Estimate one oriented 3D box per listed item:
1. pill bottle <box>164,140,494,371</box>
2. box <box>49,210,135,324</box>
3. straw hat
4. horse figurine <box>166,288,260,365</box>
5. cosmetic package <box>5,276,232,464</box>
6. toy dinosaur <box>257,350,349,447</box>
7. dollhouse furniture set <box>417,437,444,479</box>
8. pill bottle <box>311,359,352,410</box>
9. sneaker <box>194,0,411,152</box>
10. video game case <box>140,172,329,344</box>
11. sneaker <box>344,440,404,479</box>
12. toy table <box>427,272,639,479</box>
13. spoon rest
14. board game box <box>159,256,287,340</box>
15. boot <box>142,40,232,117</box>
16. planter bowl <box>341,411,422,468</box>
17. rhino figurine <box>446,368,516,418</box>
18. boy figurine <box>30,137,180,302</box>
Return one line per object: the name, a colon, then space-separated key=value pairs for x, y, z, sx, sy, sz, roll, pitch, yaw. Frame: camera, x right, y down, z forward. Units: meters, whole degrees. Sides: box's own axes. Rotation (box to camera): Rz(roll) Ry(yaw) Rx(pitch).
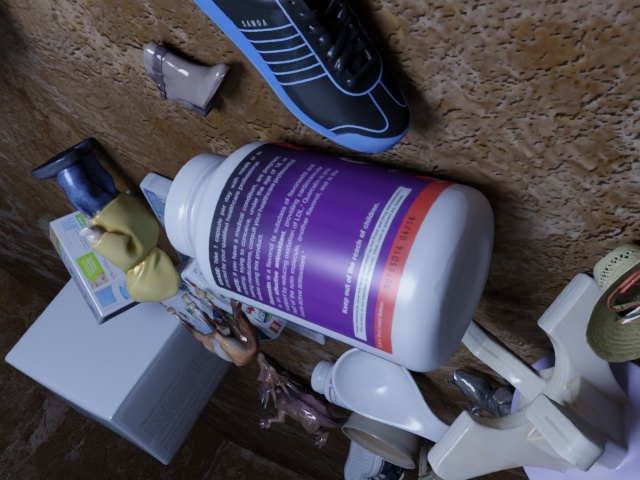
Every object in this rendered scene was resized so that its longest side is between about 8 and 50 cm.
pill bottle: x=0.000 y=0.000 z=0.623 sx=0.323 sy=0.181 sz=0.181 roll=18 pitch=151 yaw=27
box: x=-0.419 y=0.042 z=1.149 sx=0.203 sy=0.114 sz=0.103 roll=59 pitch=152 yaw=2
straw hat: x=0.274 y=0.036 z=0.520 sx=0.144 sy=0.145 sz=0.061 roll=56 pitch=-175 yaw=-41
horse figurine: x=-0.161 y=0.154 z=1.001 sx=0.174 sy=0.066 sz=0.263 roll=45 pitch=154 yaw=-12
cosmetic package: x=-0.476 y=0.302 z=1.511 sx=0.330 sy=0.327 sz=0.393 roll=22 pitch=152 yaw=20
toy dinosaur: x=-0.046 y=0.405 z=1.474 sx=0.296 sy=0.127 sz=0.200 roll=20 pitch=146 yaw=10
dollhouse furniture set: x=0.226 y=0.464 z=1.296 sx=0.161 sy=0.101 sz=0.182 roll=27 pitch=154 yaw=9
pill bottle: x=0.064 y=0.287 z=1.174 sx=0.160 sy=0.087 sz=0.087 roll=11 pitch=148 yaw=37
sneaker: x=-0.008 y=-0.160 z=0.460 sx=0.232 sy=0.081 sz=0.090 roll=39 pitch=161 yaw=-13
video game case: x=-0.127 y=0.043 z=1.005 sx=0.300 sy=0.036 sz=0.329 roll=23 pitch=153 yaw=17
sneaker: x=0.147 y=0.549 z=1.523 sx=0.128 sy=0.126 sz=0.321 roll=-8 pitch=142 yaw=-16
toy table: x=0.249 y=0.175 z=0.623 sx=0.161 sy=0.252 sz=0.274 roll=35 pitch=176 yaw=-17
spoon rest: x=0.149 y=0.279 z=1.048 sx=0.277 sy=0.084 sz=0.137 roll=28 pitch=111 yaw=-1
board game box: x=-0.203 y=0.120 z=1.124 sx=0.193 sy=0.053 sz=0.305 roll=40 pitch=154 yaw=-16
boot: x=-0.144 y=-0.176 z=0.628 sx=0.087 sy=0.042 sz=0.118 roll=39 pitch=153 yaw=-10
planter bowl: x=0.139 y=0.374 z=1.222 sx=0.162 sy=0.109 sz=0.162 roll=24 pitch=153 yaw=13
rhino figurine: x=0.282 y=0.232 z=0.857 sx=0.243 sy=0.073 sz=0.106 roll=4 pitch=140 yaw=47
boy figurine: x=-0.324 y=-0.024 z=0.963 sx=0.092 sy=0.177 sz=0.285 roll=-23 pitch=116 yaw=13
